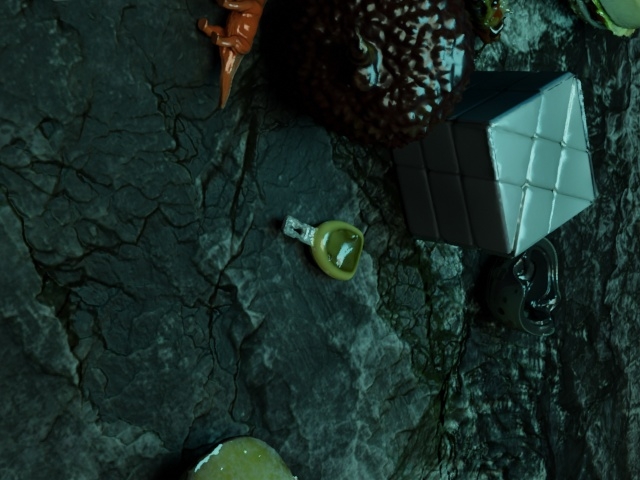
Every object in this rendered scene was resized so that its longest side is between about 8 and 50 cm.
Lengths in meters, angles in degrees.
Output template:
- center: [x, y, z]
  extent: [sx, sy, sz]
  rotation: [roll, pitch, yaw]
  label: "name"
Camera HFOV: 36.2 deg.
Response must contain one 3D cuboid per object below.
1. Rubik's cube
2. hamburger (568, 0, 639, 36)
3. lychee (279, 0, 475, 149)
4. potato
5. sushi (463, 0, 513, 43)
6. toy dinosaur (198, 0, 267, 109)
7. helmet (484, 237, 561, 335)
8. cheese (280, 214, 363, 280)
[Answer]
- center: [0.267, -0.129, 1.540]
  extent: [0.231, 0.225, 0.221]
  rotation: [-31, 117, -33]
  label: "Rubik's cube"
- center: [0.540, -0.517, 1.746]
  extent: [0.300, 0.176, 0.300]
  rotation: [-9, 104, -41]
  label: "hamburger"
- center: [0.076, -0.252, 1.315]
  extent: [0.300, 0.264, 0.264]
  rotation: [-31, 124, -71]
  label: "lychee"
- center: [-0.126, 0.415, 1.370]
  extent: [0.239, 0.116, 0.299]
  rotation: [-30, 107, -42]
  label: "potato"
- center: [0.243, -0.400, 1.553]
  extent: [0.103, 0.097, 0.226]
  rotation: [-54, 144, -14]
  label: "sushi"
- center: [-0.106, -0.303, 1.280]
  extent: [0.101, 0.055, 0.279]
  rotation: [19, 84, -53]
  label: "toy dinosaur"
- center: [0.354, 0.083, 1.753]
  extent: [0.153, 0.107, 0.176]
  rotation: [46, 48, -35]
  label: "helmet"
- center: [0.000, 0.000, 1.450]
  extent: [0.162, 0.036, 0.086]
  rotation: [26, 80, -43]
  label: "cheese"
